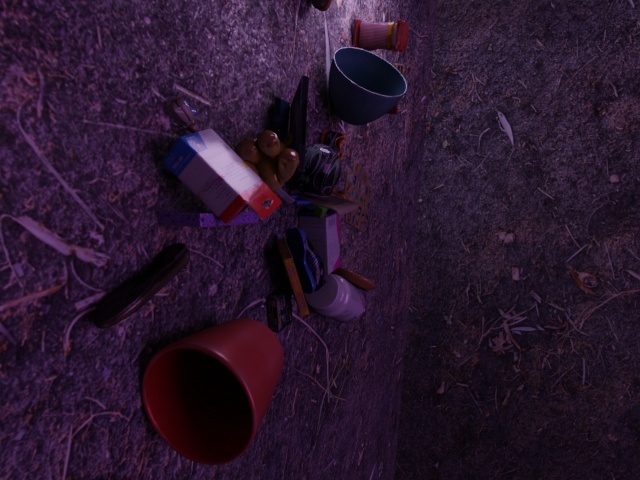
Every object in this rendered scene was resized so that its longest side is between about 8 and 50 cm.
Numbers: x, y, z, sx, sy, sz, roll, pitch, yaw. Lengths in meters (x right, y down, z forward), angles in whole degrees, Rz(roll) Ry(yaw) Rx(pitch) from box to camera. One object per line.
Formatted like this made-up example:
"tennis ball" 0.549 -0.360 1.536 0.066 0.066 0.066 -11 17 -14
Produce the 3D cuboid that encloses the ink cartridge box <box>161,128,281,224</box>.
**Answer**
"ink cartridge box" -0.205 -0.126 0.878 0.231 0.078 0.134 46 26 -7

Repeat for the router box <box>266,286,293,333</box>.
"router box" -0.131 0.224 1.309 0.092 0.038 0.122 -32 123 -60

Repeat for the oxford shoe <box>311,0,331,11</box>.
"oxford shoe" -0.036 -0.904 1.245 0.133 0.130 0.363 -26 132 -23

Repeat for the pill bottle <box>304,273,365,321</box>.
"pill bottle" 0.057 0.220 1.556 0.283 0.161 0.160 40 59 -60

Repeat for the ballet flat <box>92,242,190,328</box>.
"ballet flat" -0.343 0.093 0.811 0.249 0.084 0.058 -60 144 -51

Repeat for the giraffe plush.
"giraffe plush" -0.133 -0.224 1.109 0.170 0.182 0.210 -89 153 -47

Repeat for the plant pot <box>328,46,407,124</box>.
"plant pot" 0.148 -0.553 1.523 0.290 0.291 0.195 -59 180 -42

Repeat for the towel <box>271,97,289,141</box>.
"towel" -0.123 -0.366 1.227 0.067 0.029 0.119 4 92 -64

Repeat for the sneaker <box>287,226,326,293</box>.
"sneaker" -0.043 0.060 1.374 0.091 0.082 0.231 -24 106 -49

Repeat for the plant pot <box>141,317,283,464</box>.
"plant pot" -0.218 0.312 0.929 0.243 0.276 0.274 -36 127 -70

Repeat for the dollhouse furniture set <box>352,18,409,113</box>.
"dollhouse furniture set" 0.252 -0.743 1.749 0.152 0.202 0.373 -40 136 -56

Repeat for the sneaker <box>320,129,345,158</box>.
"sneaker" 0.039 -0.307 1.509 0.084 0.083 0.214 1 95 -66

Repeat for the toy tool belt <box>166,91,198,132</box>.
"toy tool belt" -0.289 -0.277 0.877 0.083 0.052 0.051 46 62 -58

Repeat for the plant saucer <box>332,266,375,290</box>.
"plant saucer" 0.129 0.159 1.657 0.037 0.200 0.200 -64 151 -8

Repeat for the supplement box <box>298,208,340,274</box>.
"supplement box" 0.000 0.000 1.453 0.111 0.114 0.219 -30 120 -60

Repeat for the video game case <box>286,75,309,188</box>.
"video game case" -0.069 -0.309 1.194 0.196 0.026 0.273 154 -62 -75

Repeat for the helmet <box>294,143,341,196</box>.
"helmet" -0.012 -0.236 1.328 0.169 0.170 0.161 -17 126 -62

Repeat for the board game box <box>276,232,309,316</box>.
"board game box" -0.091 0.110 1.298 0.124 0.039 0.259 -121 -163 -56

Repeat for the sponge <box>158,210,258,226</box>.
"sponge" -0.247 -0.052 0.929 0.210 0.117 0.031 -11 103 -63

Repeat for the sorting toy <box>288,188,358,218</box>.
"sorting toy" 0.013 -0.126 1.381 0.348 0.196 0.047 -24 134 -61

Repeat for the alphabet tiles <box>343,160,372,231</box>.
"alphabet tiles" 0.178 -0.200 1.897 0.343 0.011 0.284 24 74 -63
